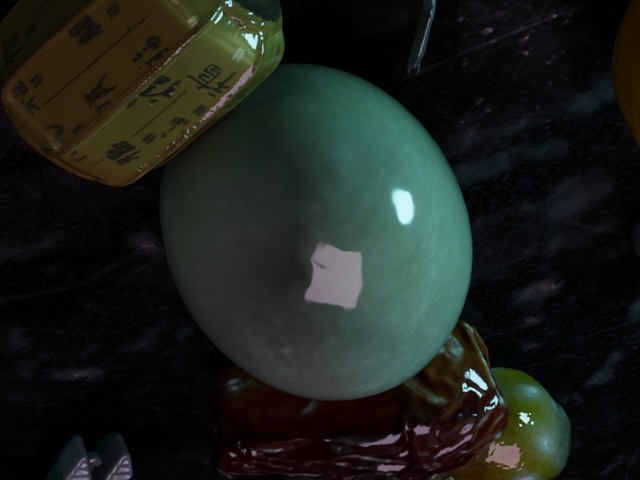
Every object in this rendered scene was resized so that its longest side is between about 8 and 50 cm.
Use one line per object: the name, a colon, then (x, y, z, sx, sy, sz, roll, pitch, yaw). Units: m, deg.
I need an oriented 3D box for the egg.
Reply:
egg: (0.000, 0.000, 0.965, 0.258, 0.258, 0.352, -22, 142, 5)

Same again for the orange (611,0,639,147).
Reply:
orange: (0.364, -0.145, 0.954, 0.240, 0.240, 0.240, -13, 147, -9)

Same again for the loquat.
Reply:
loquat: (0.248, 0.264, 1.562, 0.179, 0.179, 0.227, -31, 142, 18)

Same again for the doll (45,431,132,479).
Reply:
doll: (-0.284, 0.362, 1.425, 0.195, 0.153, 0.258, -22, 135, -16)

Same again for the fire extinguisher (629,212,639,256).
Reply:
fire extinguisher: (0.476, -0.056, 1.291, 0.200, 0.113, 0.376, 20, 150, 18)

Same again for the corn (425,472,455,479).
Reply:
corn: (0.141, 0.420, 1.798, 0.305, 0.122, 0.123, -39, 99, 23)

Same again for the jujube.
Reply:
jujube: (0.037, 0.186, 1.310, 0.342, 0.216, 0.216, -12, 147, -7)

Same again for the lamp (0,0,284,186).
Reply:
lamp: (-0.128, -0.136, 0.796, 0.185, 0.161, 0.161, -39, 142, 25)

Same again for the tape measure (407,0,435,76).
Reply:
tape measure: (-0.012, -0.229, 0.777, 0.164, 0.084, 0.330, -20, 146, 5)
